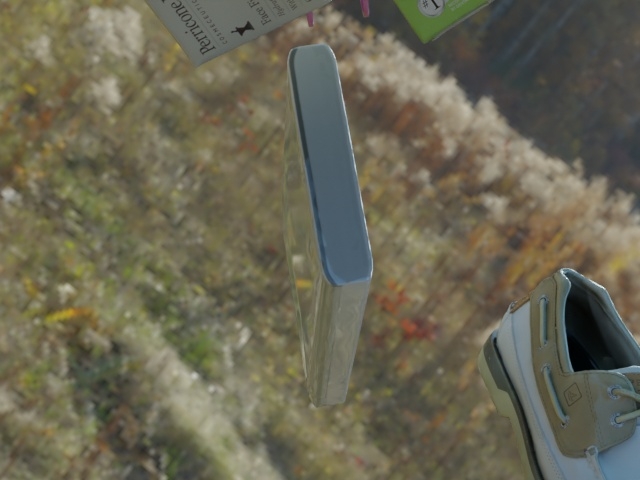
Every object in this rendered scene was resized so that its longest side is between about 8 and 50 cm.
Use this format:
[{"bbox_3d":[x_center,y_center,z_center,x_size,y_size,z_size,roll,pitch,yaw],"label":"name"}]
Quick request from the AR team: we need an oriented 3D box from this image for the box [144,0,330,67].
[{"bbox_3d":[-0.095,-0.259,1.040,0.181,0.119,0.182,51,18,-52],"label":"box"}]

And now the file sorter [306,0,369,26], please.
[{"bbox_3d":[-0.027,-0.369,1.697,0.202,0.290,0.182,81,1,-48],"label":"file sorter"}]

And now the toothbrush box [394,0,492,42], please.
[{"bbox_3d":[0.050,-0.289,0.872,0.283,0.122,0.206,53,27,-8],"label":"toothbrush box"}]

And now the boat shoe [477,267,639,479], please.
[{"bbox_3d":[0.207,0.135,1.035,0.113,0.103,0.302,12,30,-31],"label":"boat shoe"}]

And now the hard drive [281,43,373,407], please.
[{"bbox_3d":[0.000,0.000,1.223,0.307,0.040,0.203,95,-14,-67],"label":"hard drive"}]
